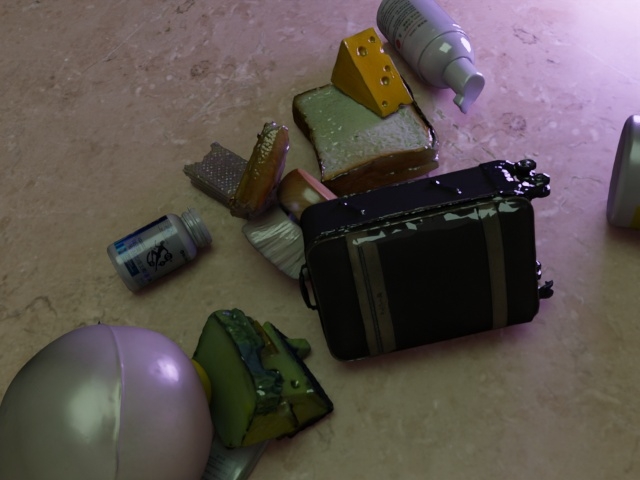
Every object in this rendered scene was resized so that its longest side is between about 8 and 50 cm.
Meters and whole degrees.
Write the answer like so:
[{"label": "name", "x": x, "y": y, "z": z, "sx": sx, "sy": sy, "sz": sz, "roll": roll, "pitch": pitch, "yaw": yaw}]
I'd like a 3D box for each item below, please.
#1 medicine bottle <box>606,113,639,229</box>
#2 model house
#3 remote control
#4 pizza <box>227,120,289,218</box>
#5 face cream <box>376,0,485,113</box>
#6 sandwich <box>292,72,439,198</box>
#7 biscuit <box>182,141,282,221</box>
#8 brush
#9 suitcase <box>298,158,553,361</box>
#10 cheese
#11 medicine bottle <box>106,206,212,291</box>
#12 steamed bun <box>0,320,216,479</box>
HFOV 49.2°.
[{"label": "medicine bottle", "x": 0.703, "y": -0.101, "z": 1.242, "sx": 0.339, "sy": 0.208, "sz": 0.208, "roll": 11, "pitch": 56, "yaw": 17}, {"label": "model house", "x": -0.077, "y": 0.221, "z": 1.166, "sx": 0.211, "sy": 0.170, "sz": 0.194, "roll": -1, "pitch": 35, "yaw": -38}, {"label": "remote control", "x": -0.179, "y": 0.393, "z": 1.140, "sx": 0.098, "sy": 0.038, "sz": 0.234, "roll": 20, "pitch": 58, "yaw": 23}, {"label": "pizza", "x": -0.117, "y": -0.128, "z": 1.343, "sx": 0.071, "sy": 0.297, "sz": 0.189, "roll": 22, "pitch": 86, "yaw": -11}, {"label": "face cream", "x": 0.272, "y": -0.437, "z": 1.615, "sx": 0.145, "sy": 0.145, "sz": 0.370, "roll": -24, "pitch": 54, "yaw": -8}, {"label": "sandwich", "x": 0.096, "y": -0.236, "z": 1.526, "sx": 0.271, "sy": 0.099, "sz": 0.301, "roll": -14, "pitch": 49, "yaw": -6}, {"label": "biscuit", "x": -0.183, "y": -0.126, "z": 1.517, "sx": 0.238, "sy": 0.062, "sz": 0.108, "roll": 32, "pitch": 63, "yaw": 28}, {"label": "brush", "x": 0.000, "y": 0.000, "z": 1.340, "sx": 0.266, "sy": 0.174, "sz": 0.166, "roll": 38, "pitch": 98, "yaw": -1}, {"label": "suitcase", "x": 0.178, "y": 0.041, "z": 1.189, "sx": 0.433, "sy": 0.283, "sz": 0.194, "roll": -12, "pitch": 31, "yaw": 2}, {"label": "cheese", "x": 0.116, "y": -0.344, "z": 1.504, "sx": 0.093, "sy": 0.126, "sz": 0.171, "roll": -30, "pitch": 72, "yaw": -26}, {"label": "medicine bottle", "x": -0.320, "y": 0.014, "z": 1.406, "sx": 0.191, "sy": 0.107, "sz": 0.107, "roll": -30, "pitch": 54, "yaw": -12}, {"label": "steamed bun", "x": -0.323, "y": 0.291, "z": 1.043, "sx": 0.333, "sy": 0.374, "sz": 0.334, "roll": 12, "pitch": 62, "yaw": -23}]
